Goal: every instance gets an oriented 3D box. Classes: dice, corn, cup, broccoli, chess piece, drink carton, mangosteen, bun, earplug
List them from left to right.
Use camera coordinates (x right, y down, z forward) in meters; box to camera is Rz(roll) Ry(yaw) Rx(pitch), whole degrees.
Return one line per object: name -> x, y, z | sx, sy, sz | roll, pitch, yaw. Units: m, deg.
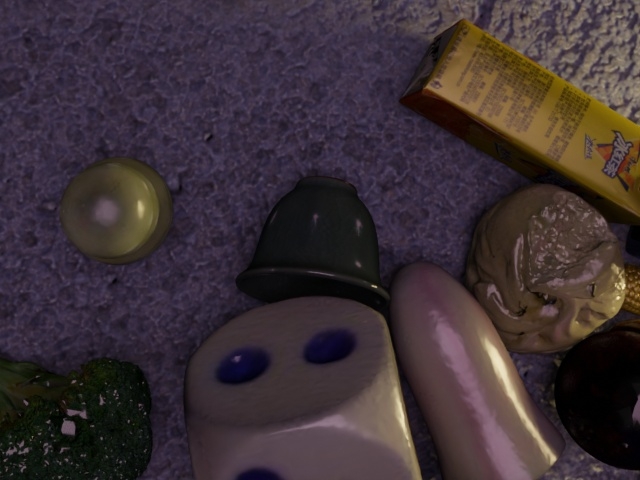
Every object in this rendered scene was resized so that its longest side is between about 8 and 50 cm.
broccoli -> -0.344, 0.232, 1.203 | 0.269, 0.269, 0.254 | 35, 83, -7
chess piece -> -0.249, -0.033, 1.176 | 0.144, 0.251, 0.144 | 0, 93, -8
dice -> -0.015, 0.242, 1.193 | 0.251, 0.243, 0.259 | -13, 121, 3
cup -> 0.000, 0.000, 1.262 | 0.199, 0.199, 0.150 | 10, 73, -8
earplug -> 0.176, 0.167, 1.279 | 0.172, 0.172, 0.301 | -28, 96, -5
drink carton -> 0.290, -0.146, 1.289 | 0.351, 0.154, 0.111 | 30, 88, -7
bun -> 0.298, 0.045, 1.298 | 0.210, 0.116, 0.237 | 0, 108, 6
mangosteen -> 0.425, 0.196, 1.320 | 0.230, 0.194, 0.194 | -43, 98, -33
corn -> 0.486, 0.084, 1.369 | 0.206, 0.067, 0.067 | 18, 90, -10

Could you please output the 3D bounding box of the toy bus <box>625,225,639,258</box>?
toy bus -> 0.505, -0.010, 1.254 | 0.133, 0.292, 0.125 | 16, 91, -5
